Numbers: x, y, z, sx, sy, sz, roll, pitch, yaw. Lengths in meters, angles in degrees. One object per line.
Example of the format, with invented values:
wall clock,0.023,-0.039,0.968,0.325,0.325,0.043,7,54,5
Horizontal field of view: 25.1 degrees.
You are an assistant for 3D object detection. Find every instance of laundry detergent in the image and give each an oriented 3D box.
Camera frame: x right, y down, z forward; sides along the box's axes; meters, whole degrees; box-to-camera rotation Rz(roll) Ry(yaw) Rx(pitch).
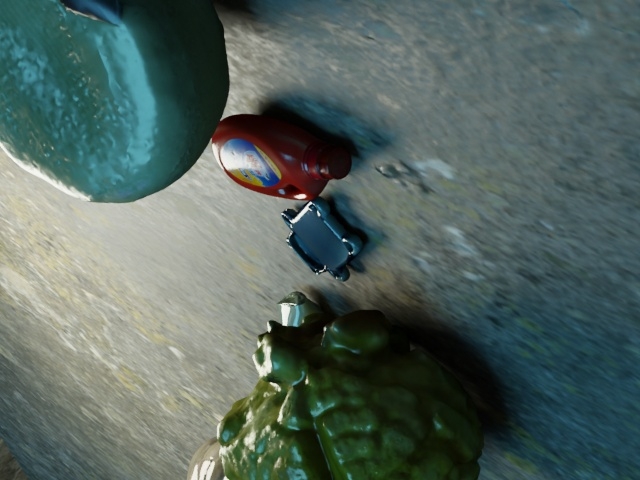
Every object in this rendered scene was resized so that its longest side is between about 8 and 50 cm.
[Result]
laundry detergent,-0.029,-0.071,1.318,0.165,0.049,0.097,13,146,51

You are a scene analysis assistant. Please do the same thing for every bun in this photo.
bun,-0.189,-0.179,1.291,0.283,0.179,0.283,20,128,27

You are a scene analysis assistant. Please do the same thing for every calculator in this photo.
calculator,0.000,0.000,1.417,0.094,0.019,0.141,48,158,1

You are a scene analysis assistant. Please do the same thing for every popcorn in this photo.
popcorn,0.026,0.190,1.406,0.258,0.224,0.270,41,135,15

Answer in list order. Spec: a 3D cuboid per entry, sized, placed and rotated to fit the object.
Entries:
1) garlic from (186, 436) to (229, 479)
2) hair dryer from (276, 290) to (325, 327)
garlic,-0.100,0.378,2.012,0.228,0.152,0.228,43,161,19
hair dryer,-0.011,0.148,1.637,0.206,0.075,0.237,60,163,-9
